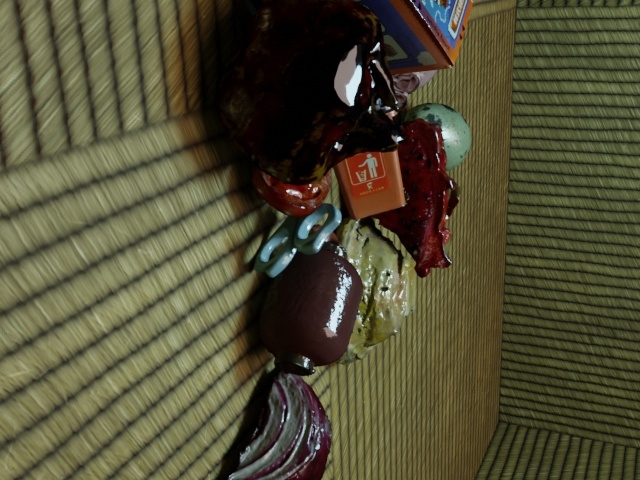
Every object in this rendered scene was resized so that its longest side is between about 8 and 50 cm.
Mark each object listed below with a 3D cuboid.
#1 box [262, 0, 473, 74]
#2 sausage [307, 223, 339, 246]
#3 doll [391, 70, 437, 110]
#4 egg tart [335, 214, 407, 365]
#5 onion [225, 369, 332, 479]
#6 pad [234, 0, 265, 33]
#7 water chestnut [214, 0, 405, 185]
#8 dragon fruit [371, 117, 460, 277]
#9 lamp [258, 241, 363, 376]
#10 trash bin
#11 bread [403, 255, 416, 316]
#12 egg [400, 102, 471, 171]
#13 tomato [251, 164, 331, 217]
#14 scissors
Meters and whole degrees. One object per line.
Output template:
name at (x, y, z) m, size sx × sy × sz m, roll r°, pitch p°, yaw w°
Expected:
box at (0.092, -0.500, 1.267) m, size 0.318 × 0.257 × 0.348 m, roll 38°, pitch 63°, yaw -45°
sausage at (0.000, 0.000, 1.540) m, size 0.059 × 0.054 × 0.094 m, roll -47°, pitch 156°, yaw 7°
doll at (0.144, -0.418, 1.601) m, size 0.284 × 0.216 × 0.268 m, roll 129°, pitch -30°, yaw -57°
egg tart at (0.109, 0.109, 1.714) m, size 0.352 × 0.150 × 0.351 m, roll 6°, pitch 90°, yaw -70°
onion at (-0.049, 0.410, 1.432) m, size 0.280 × 0.146 × 0.314 m, roll 72°, pitch 29°, yaw -50°
pad at (-0.074, -0.479, 1.314) m, size 0.330 × 0.004 × 0.220 m, roll -56°, pitch 144°, yaw -47°
water chestnut at (-0.013, -0.225, 1.177) m, size 0.289 × 0.244 × 0.289 m, roll -16°, pitch 116°, yaw -36°
dragon fruit at (0.243, -0.112, 1.711) m, size 0.329 × 0.228 × 0.286 m, roll 60°, pitch 25°, yaw 2°
lamp at (-0.019, 0.118, 1.400) m, size 0.180 × 0.180 × 0.258 m, roll 61°, pitch 40°, yaw -53°
trash bin at (0.076, -0.178, 1.482) m, size 0.184 × 0.161 × 0.238 m, roll -103°, pitch 176°, yaw -60°
bread at (0.200, 0.128, 1.994) m, size 0.119 × 0.084 × 0.177 m, roll 5°, pitch 91°, yaw -68°
egg at (0.289, -0.269, 1.986) m, size 0.228 × 0.177 × 0.177 m, roll 29°, pitch 69°, yaw -51°
tomato at (-0.061, -0.101, 1.314) m, size 0.139 × 0.091 × 0.159 m, roll 26°, pitch 47°, yaw -21°
scissors at (-0.023, -0.068, 1.407) m, size 0.029 × 0.191 × 0.360 m, roll 46°, pitch 30°, yaw -21°
